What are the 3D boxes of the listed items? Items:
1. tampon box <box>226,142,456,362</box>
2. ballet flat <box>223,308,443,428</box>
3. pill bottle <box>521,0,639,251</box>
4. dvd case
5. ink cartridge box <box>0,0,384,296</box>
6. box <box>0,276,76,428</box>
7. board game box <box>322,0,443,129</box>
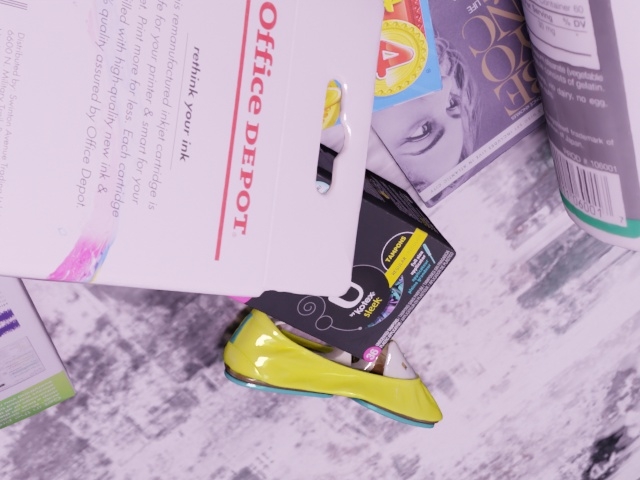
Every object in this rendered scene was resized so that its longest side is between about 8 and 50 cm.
[{"bbox_3d":[0.000,0.000,1.023,0.161,0.101,0.120,27,107,-34],"label":"tampon box"},{"bbox_3d":[0.024,0.108,1.126,0.231,0.077,0.077,17,96,-29],"label":"ballet flat"},{"bbox_3d":[0.249,-0.187,0.943,0.204,0.204,0.361,-23,124,-8],"label":"pill bottle"},{"bbox_3d":[0.101,-0.146,1.027,0.164,0.018,0.221,-37,128,2],"label":"dvd case"},{"bbox_3d":[-0.131,-0.080,0.705,0.353,0.119,0.207,9,87,-44],"label":"ink cartridge box"},{"bbox_3d":[-0.303,0.088,0.870,0.232,0.058,0.322,-24,159,-12],"label":"box"},{"bbox_3d":[-0.094,-0.198,0.853,0.302,0.086,0.308,-20,126,-6],"label":"board game box"}]
